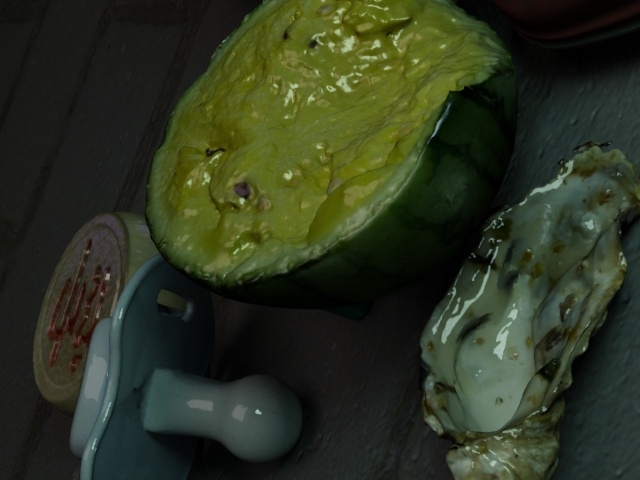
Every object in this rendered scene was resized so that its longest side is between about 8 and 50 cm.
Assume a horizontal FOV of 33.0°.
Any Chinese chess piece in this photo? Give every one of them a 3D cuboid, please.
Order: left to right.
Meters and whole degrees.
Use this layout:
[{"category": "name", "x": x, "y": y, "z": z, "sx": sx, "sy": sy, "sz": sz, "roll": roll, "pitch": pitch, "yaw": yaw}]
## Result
[{"category": "Chinese chess piece", "x": -0.260, "y": 0.097, "z": 1.367, "sx": 0.270, "sy": 0.112, "sz": 0.270, "roll": -31, "pitch": 49, "yaw": 43}]

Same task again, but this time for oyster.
[{"category": "oyster", "x": 0.167, "y": 0.058, "z": 0.795, "sx": 0.294, "sy": 0.094, "sz": 0.166, "roll": -55, "pitch": 26, "yaw": -12}]

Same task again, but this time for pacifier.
[{"category": "pacifier", "x": -0.122, "y": 0.168, "z": 1.087, "sx": 0.233, "sy": 0.244, "sz": 0.300, "roll": 7, "pitch": 81, "yaw": 25}]

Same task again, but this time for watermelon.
[{"category": "watermelon", "x": 0.027, "y": -0.063, "z": 0.878, "sx": 0.330, "sy": 0.189, "sz": 0.331, "roll": -32, "pitch": 37, "yaw": 28}]

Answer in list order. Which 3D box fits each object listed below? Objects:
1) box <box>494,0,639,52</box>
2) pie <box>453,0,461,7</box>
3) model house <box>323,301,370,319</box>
[{"category": "box", "x": 0.257, "y": -0.344, "z": 0.865, "sx": 0.263, "sy": 0.108, "sz": 0.404, "roll": -11, "pitch": 63, "yaw": 55}, {"category": "pie", "x": 0.091, "y": -0.217, "z": 1.021, "sx": 0.282, "sy": 0.068, "sz": 0.129, "roll": 124, "pitch": 154, "yaw": -63}, {"category": "model house", "x": 0.000, "y": 0.000, "z": 1.053, "sx": 0.127, "sy": 0.100, "sz": 0.149, "roll": -37, "pitch": 46, "yaw": 40}]
